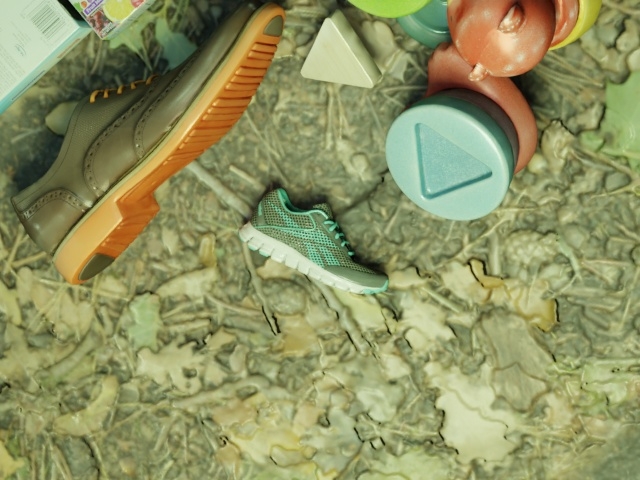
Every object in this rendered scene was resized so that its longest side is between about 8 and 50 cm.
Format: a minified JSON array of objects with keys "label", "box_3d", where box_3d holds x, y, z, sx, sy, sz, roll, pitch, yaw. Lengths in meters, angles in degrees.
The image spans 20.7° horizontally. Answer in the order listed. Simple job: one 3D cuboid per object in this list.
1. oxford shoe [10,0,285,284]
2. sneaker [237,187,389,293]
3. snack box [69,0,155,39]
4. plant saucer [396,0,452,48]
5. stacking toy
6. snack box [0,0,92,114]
[{"label":"oxford shoe","box_3d":[-0.183,-0.125,1.797,0.133,0.130,0.364,45,101,10]},{"label":"sneaker","box_3d":[0.000,0.000,1.812,0.166,0.065,0.076,25,97,5]},{"label":"snack box","box_3d":[-0.232,-0.294,1.826,0.100,0.037,0.141,-40,89,11]},{"label":"plant saucer","box_3d":[0.128,-0.253,1.775,0.119,0.021,0.119,1,97,10]},{"label":"stacking toy","box_3d":[0.091,-0.172,1.666,0.279,0.130,0.309,27,135,13]},{"label":"snack box","box_3d":[-0.414,-0.285,1.849,0.187,0.060,0.322,-40,89,12]}]
